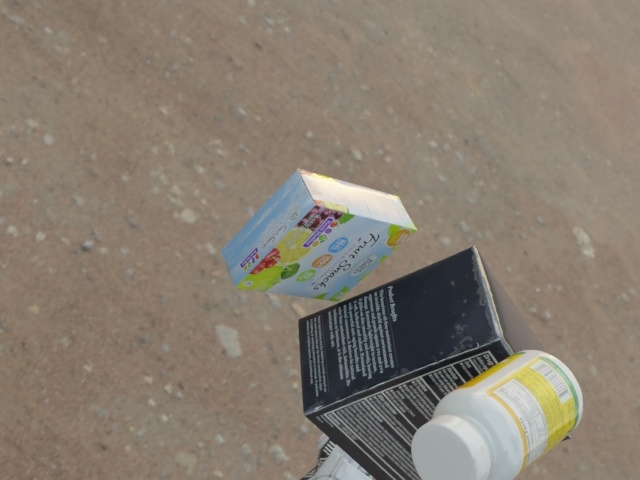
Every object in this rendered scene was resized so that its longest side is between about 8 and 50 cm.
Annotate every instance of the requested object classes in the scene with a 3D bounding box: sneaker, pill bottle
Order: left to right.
[{"bbox_3d":[0.040,0.473,1.603,0.137,0.366,0.210,41,8,-37],"label":"sneaker"},{"bbox_3d":[0.201,0.211,1.029,0.208,0.117,0.118,-20,73,-45],"label":"pill bottle"}]

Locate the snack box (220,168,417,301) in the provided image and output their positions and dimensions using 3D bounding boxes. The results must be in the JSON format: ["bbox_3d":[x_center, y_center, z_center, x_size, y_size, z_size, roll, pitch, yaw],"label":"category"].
[{"bbox_3d":[0.000,0.000,1.220,0.207,0.174,0.070,10,45,-46],"label":"snack box"}]

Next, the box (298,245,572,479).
[{"bbox_3d":[0.168,0.202,1.325,0.296,0.294,0.183,50,25,-41],"label":"box"}]
